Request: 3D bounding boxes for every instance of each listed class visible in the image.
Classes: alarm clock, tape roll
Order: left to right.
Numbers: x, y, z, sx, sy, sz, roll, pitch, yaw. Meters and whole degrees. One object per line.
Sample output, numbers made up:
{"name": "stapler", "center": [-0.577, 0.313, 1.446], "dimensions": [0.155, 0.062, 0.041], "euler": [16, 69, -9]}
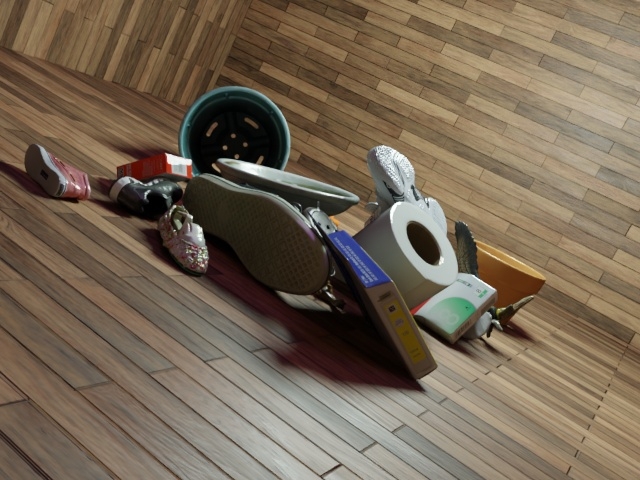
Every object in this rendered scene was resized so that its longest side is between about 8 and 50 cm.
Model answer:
{"name": "alarm clock", "center": [0.000, 0.000, 1.666], "dimensions": [0.129, 0.064, 0.192], "euler": [17, 48, -49]}
{"name": "tape roll", "center": [0.203, 0.048, 1.779], "dimensions": [0.246, 0.169, 0.246], "euler": [30, 40, -29]}

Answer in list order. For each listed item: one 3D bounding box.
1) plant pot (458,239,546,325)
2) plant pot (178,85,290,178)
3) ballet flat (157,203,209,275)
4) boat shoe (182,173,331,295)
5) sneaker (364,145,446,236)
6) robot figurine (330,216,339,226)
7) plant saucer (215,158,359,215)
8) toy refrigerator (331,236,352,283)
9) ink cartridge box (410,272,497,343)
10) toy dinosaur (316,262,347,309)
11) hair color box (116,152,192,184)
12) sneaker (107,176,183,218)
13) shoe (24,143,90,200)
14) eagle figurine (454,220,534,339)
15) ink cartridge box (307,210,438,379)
{"name": "plant pot", "center": [0.565, 0.145, 2.333], "dimensions": [0.291, 0.203, 0.291], "euler": [25, 11, -5]}
{"name": "plant pot", "center": [-0.279, -0.312, 2.309], "dimensions": [0.341, 0.341, 0.334], "euler": [24, 2, -8]}
{"name": "ballet flat", "center": [-0.282, -0.012, 1.450], "dimensions": [0.091, 0.077, 0.241], "euler": [20, 13, -34]}
{"name": "boat shoe", "center": [-0.129, -0.026, 1.606], "dimensions": [0.156, 0.187, 0.500], "euler": [7, 16, -44]}
{"name": "sneaker", "center": [0.178, -0.097, 1.921], "dimensions": [0.366, 0.210, 0.137], "euler": [45, 42, -38]}
{"name": "robot figurine", "center": [-0.051, -0.070, 2.133], "dimensions": [0.219, 0.158, 0.128], "euler": [18, -27, -37]}
{"name": "plant saucer", "center": [-0.098, -0.124, 1.915], "dimensions": [0.400, 0.101, 0.400], "euler": [16, 9, -3]}
{"name": "toy refrigerator", "center": [0.112, 0.054, 1.987], "dimensions": [0.094, 0.102, 0.269], "euler": [30, 11, 20]}
{"name": "ink cartridge box", "center": [0.319, 0.146, 1.850], "dimensions": [0.224, 0.181, 0.056], "euler": [36, -23, 36]}
{"name": "toy dinosaur", "center": [0.000, 0.101, 1.659], "dimensions": [0.112, 0.064, 0.211], "euler": [34, 16, -28]}
{"name": "hair color box", "center": [-0.409, -0.167, 1.733], "dimensions": [0.167, 0.053, 0.093], "euler": [-11, -10, 30]}
{"name": "sneaker", "center": [-0.378, -0.092, 1.628], "dimensions": [0.106, 0.078, 0.234], "euler": [35, 15, 18]}
{"name": "shoe", "center": [-0.552, -0.140, 1.483], "dimensions": [0.178, 0.063, 0.081], "euler": [40, 16, 35]}
{"name": "eagle figurine", "center": [0.397, 0.129, 1.976], "dimensions": [0.298, 0.226, 0.225], "euler": [49, -16, 1]}
{"name": "ink cartridge box", "center": [0.101, 0.092, 1.449], "dimensions": [0.307, 0.072, 0.303], "euler": [63, -5, -25]}
